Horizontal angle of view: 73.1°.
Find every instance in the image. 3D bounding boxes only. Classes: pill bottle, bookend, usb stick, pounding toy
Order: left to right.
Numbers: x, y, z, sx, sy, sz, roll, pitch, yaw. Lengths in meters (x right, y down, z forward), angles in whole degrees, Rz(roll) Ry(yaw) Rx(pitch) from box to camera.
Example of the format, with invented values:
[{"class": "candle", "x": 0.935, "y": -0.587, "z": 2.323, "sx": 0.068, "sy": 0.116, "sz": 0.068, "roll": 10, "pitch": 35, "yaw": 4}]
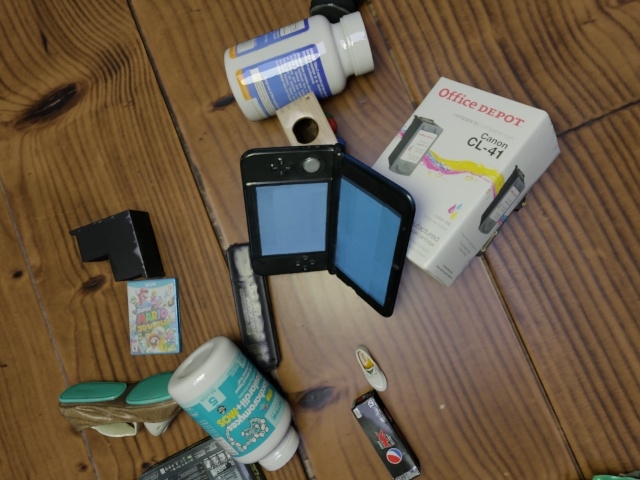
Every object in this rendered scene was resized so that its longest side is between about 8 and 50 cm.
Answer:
[{"class": "bookend", "x": -0.452, "y": 0.030, "z": 0.963, "sx": 0.157, "sy": 0.072, "sz": 0.157, "roll": -19, "pitch": 85, "yaw": 10}, {"class": "pill bottle", "x": -0.156, "y": 0.324, "z": 0.840, "sx": 0.146, "sy": 0.146, "sz": 0.264, "roll": -36, "pitch": 105, "yaw": 7}, {"class": "usb stick", "x": -0.143, "y": 0.138, "z": 0.916, "sx": 0.077, "sy": 0.045, "sz": 0.277, "roll": -11, "pitch": 86, "yaw": 3}, {"class": "pill bottle", "x": -0.038, "y": -0.349, "z": 0.859, "sx": 0.272, "sy": 0.152, "sz": 0.152, "roll": -15, "pitch": 85, "yaw": 9}, {"class": "pounding toy", "x": 0.004, "y": -0.171, "z": 0.829, "sx": 0.094, "sy": 0.181, "sz": 0.205, "roll": -26, "pitch": 83, "yaw": 8}, {"class": "pill bottle", "x": 0.042, "y": -0.553, "z": 0.866, "sx": 0.123, "sy": 0.123, "sz": 0.218, "roll": 10, "pitch": 89, "yaw": 11}]

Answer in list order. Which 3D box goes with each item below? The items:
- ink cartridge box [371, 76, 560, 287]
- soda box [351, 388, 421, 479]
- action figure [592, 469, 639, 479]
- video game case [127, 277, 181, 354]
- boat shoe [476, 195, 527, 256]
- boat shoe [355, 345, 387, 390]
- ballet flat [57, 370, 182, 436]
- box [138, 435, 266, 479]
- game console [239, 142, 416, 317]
[{"class": "ink cartridge box", "x": 0.222, "y": -0.107, "z": 0.772, "sx": 0.306, "sy": 0.131, "sz": 0.226, "roll": -54, "pitch": 50, "yaw": 6}, {"class": "soda box", "x": 0.128, "y": 0.384, "z": 0.847, "sx": 0.053, "sy": 0.060, "sz": 0.168, "roll": -33, "pitch": 82, "yaw": 7}, {"class": "action figure", "x": 0.563, "y": 0.460, "z": 0.761, "sx": 0.233, "sy": 0.063, "sz": 0.137, "roll": 7, "pitch": 91, "yaw": 7}, {"class": "video game case", "x": -0.375, "y": 0.171, "z": 0.972, "sx": 0.119, "sy": 0.015, "sz": 0.166, "roll": -5, "pitch": 87, "yaw": 11}, {"class": "boat shoe", "x": 0.344, "y": -0.073, "z": 0.818, "sx": 0.069, "sy": 0.081, "sz": 0.227, "roll": 38, "pitch": 96, "yaw": -1}, {"class": "boat shoe", "x": 0.101, "y": 0.260, "z": 0.869, "sx": 0.035, "sy": 0.035, "sz": 0.100, "roll": -29, "pitch": 83, "yaw": 8}, {"class": "ballet flat", "x": -0.401, "y": 0.364, "z": 0.931, "sx": 0.343, "sy": 0.116, "sz": 0.123, "roll": -10, "pitch": 106, "yaw": 10}, {"class": "box", "x": -0.240, "y": 0.523, "z": 0.911, "sx": 0.233, "sy": 0.059, "sz": 0.183, "roll": -30, "pitch": 83, "yaw": 7}, {"class": "game console", "x": 0.000, "y": 0.000, "z": 0.749, "sx": 0.251, "sy": 0.292, "sz": 0.173, "roll": -5, "pitch": 43, "yaw": -7}]
